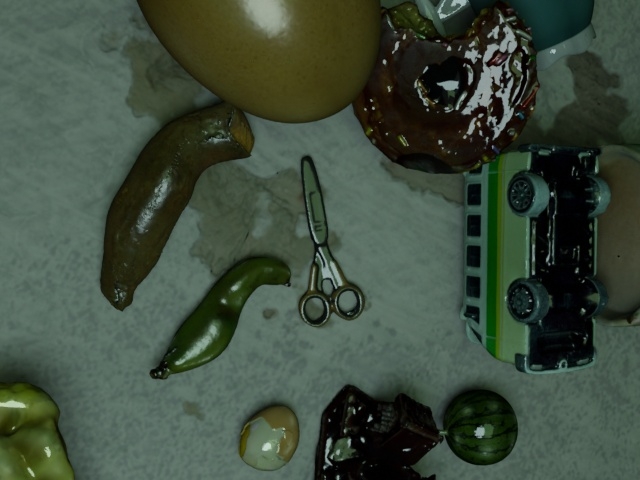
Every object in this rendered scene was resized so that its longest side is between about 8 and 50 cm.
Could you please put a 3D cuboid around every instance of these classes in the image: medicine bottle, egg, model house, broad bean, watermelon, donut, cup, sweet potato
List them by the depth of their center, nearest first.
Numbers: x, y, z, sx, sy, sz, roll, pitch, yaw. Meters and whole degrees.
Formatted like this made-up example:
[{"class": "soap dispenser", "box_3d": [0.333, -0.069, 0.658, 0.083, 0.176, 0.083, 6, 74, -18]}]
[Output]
[{"class": "egg", "box_3d": [-0.066, -0.278, 0.832, 0.250, 0.250, 0.322, -37, 97, -11]}, {"class": "sweet potato", "box_3d": [-0.179, -0.048, 0.897, 0.112, 0.085, 0.285, 32, 84, -18]}, {"class": "broad bean", "box_3d": [-0.125, 0.094, 0.934, 0.213, 0.048, 0.070, -42, 100, -13]}, {"class": "model house", "box_3d": [0.074, 0.288, 0.935, 0.141, 0.164, 0.203, 1, 90, -20]}, {"class": "donut", "box_3d": [0.154, -0.193, 0.935, 0.230, 0.096, 0.216, -8, 107, 20]}, {"class": "egg", "box_3d": [-0.061, 0.245, 0.945, 0.071, 0.071, 0.083, 31, 81, -13]}, {"class": "cup", "box_3d": [0.273, -0.316, 0.973, 0.300, 0.167, 0.173, -23, 109, 13]}, {"class": "watermelon", "box_3d": [0.207, 0.247, 0.999, 0.109, 0.109, 0.109, 0, 92, -14]}, {"class": "medicine bottle", "box_3d": [0.547, -0.009, 1.008, 0.406, 0.236, 0.235, 0, 92, -16]}]

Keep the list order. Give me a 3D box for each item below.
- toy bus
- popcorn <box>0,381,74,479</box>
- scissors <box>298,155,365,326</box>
[{"class": "toy bus", "box_3d": [0.265, 0.020, 0.974, 0.134, 0.165, 0.276, 0, 92, -29]}, {"class": "popcorn", "box_3d": [-0.371, 0.339, 0.795, 0.292, 0.294, 0.334, -53, 140, -44]}, {"class": "scissors", "box_3d": [0.000, 0.000, 0.980, 0.088, 0.017, 0.220, -11, 94, -11]}]
